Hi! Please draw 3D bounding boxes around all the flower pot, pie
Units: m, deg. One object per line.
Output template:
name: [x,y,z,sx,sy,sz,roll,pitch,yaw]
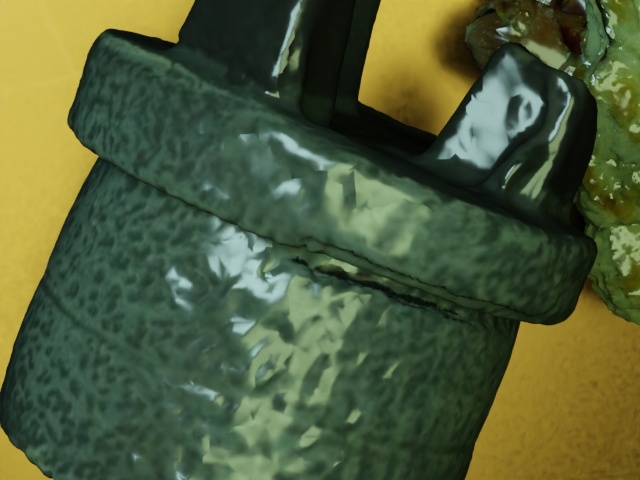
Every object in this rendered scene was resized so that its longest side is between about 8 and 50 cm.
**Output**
flower pot: [0.000,0.000,0.808,0.299,0.299,0.283,20,99,-8]
pie: [0.242,-0.084,0.899,0.257,0.105,0.274,-31,99,-12]
